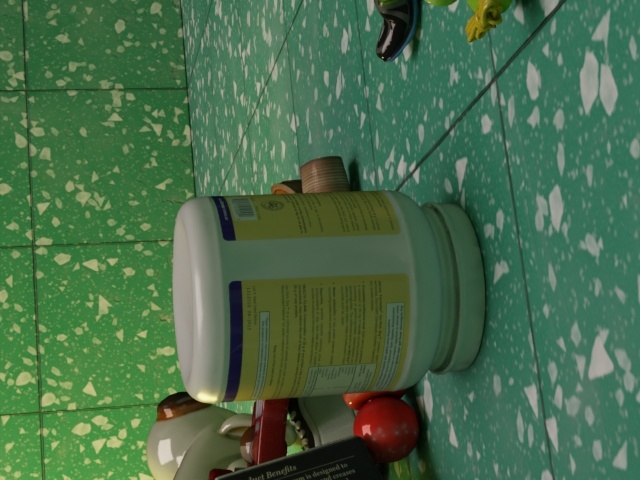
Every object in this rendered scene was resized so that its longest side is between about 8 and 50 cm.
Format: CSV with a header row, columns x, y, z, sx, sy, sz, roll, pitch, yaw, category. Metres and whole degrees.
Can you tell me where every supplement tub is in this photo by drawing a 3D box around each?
x,y,z,sx,sy,sz,roll,pitch,yaw,category
0.003,0.062,1.448,0.241,0.331,0.241,178,90,-77,supplement tub

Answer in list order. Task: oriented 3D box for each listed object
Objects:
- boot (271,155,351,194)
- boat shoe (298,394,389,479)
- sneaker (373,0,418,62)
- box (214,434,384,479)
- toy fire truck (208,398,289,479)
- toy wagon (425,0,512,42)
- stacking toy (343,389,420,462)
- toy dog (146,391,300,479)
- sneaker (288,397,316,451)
x,y,z,sx,sy,sz,roll,pitch,yaw,category
0.000,0.000,2.007,0.283,0.109,0.220,151,112,-67,boot
0.037,0.280,1.834,0.302,0.114,0.091,-93,-20,-63,boat shoe
0.086,-0.321,1.575,0.067,0.078,0.188,-114,25,-59,sneaker
0.019,0.504,1.556,0.293,0.212,0.395,100,149,-44,box
-0.083,0.329,1.899,0.302,0.169,0.254,117,160,-79,toy fire truck
0.159,-0.359,1.283,0.267,0.068,0.344,112,152,-62,toy wagon
0.055,0.150,1.704,0.141,0.141,0.330,109,151,-58,stacking toy
-0.189,0.459,2.276,0.408,0.395,0.284,-133,32,-58,toy dog
-0.017,0.282,2.040,0.108,0.121,0.302,170,98,-77,sneaker
